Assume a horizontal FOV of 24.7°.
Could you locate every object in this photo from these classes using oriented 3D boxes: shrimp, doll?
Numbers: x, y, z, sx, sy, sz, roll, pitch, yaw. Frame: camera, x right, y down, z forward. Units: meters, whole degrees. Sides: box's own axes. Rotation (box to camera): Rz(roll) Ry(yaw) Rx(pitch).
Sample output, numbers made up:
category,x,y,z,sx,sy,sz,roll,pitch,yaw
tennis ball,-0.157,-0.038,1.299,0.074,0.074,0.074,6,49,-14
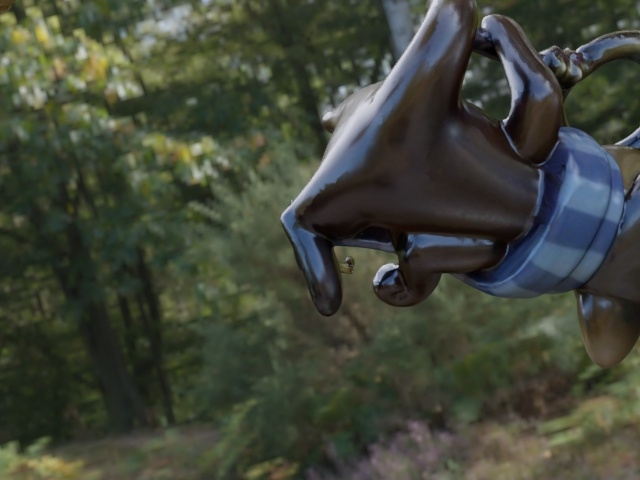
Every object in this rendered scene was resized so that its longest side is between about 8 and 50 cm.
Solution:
category,x,y,z,sx,sy,sz,roll,pitch,yaw
shrimp,0.000,0.000,1.504,0.083,0.114,0.023,30,-68,-30
doll,0.159,-0.053,1.208,0.340,0.317,0.209,20,2,-10

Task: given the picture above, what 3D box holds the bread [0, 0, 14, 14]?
category,x,y,z,sx,sy,sz,roll,pitch,yaw
bread,-0.295,-0.237,1.135,0.119,0.084,0.177,8,-17,6
